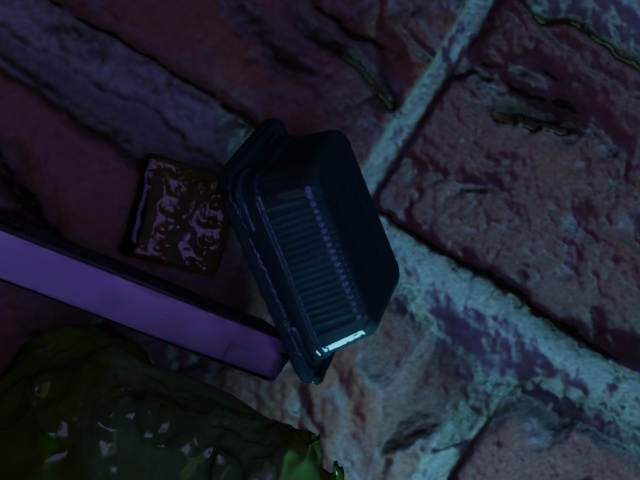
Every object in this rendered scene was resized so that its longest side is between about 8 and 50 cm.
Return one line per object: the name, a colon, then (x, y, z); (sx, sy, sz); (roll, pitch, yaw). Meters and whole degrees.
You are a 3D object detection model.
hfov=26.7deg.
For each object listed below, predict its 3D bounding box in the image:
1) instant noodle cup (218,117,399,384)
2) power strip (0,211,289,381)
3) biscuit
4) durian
instant noodle cup: (0.000, 0.000, 1.003); (0.070, 0.157, 0.179); (-16, 107, 19)
power strip: (-0.149, 0.037, 0.992); (0.278, 0.109, 0.038); (23, 90, -20)
biscuit: (-0.107, -0.019, 1.042); (0.081, 0.018, 0.083); (13, 96, -19)
durian: (-0.101, 0.202, 0.980); (0.339, 0.204, 0.256); (24, 124, 16)
